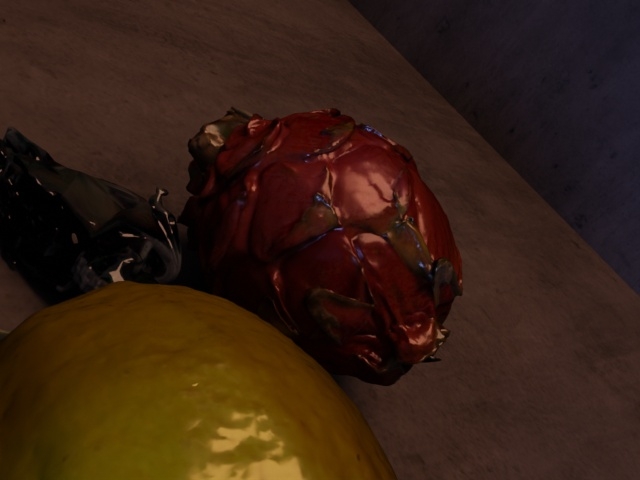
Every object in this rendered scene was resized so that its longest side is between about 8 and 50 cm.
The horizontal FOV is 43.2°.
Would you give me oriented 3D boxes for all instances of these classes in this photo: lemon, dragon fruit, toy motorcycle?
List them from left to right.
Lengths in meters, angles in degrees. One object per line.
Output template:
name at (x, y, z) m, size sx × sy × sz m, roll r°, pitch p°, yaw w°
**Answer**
toy motorcycle at (-0.235, -0.025, 0.779) m, size 0.270 × 0.106 × 0.159 m, roll 39°, pitch 22°, yaw 17°
lemon at (-0.095, 0.166, 0.471) m, size 0.316 × 0.285 × 0.285 m, roll 24°, pitch 20°, yaw 17°
dragon fruit at (0.000, 0.000, 0.863) m, size 0.342 × 0.277 × 0.277 m, roll 47°, pitch 25°, yaw 4°

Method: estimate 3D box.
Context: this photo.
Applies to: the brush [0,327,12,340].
brush at (-0.211, 0.103, 0.681) m, size 0.178 × 0.033 × 0.030 m, roll 19°, pitch 46°, yaw -37°
